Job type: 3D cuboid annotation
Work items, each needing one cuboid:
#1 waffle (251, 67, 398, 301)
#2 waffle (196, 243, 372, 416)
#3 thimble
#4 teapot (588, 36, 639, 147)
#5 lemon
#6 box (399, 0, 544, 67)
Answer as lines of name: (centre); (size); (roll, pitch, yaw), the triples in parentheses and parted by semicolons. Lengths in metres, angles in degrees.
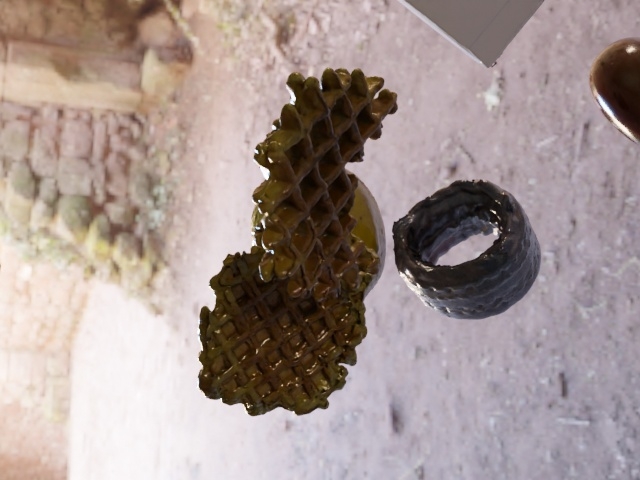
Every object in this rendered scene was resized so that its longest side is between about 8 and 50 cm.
waffle: (0.000, -0.069, 1.242); (0.069, 0.259, 0.293); (11, 99, 34)
waffle: (-0.051, 0.122, 1.356); (0.052, 0.245, 0.254); (-144, 65, -63)
thimble: (0.246, 0.013, 1.709); (0.236, 0.172, 0.205); (-9, 58, 24)
teapot: (0.383, -0.154, 1.069); (0.135, 0.178, 0.252); (-59, 15, 25)
lemon: (0.000, 0.000, 1.867); (0.258, 0.257, 0.310); (-38, 68, 63)
box: (0.126, -0.307, 0.919); (0.203, 0.116, 0.274); (-50, 31, 13)
